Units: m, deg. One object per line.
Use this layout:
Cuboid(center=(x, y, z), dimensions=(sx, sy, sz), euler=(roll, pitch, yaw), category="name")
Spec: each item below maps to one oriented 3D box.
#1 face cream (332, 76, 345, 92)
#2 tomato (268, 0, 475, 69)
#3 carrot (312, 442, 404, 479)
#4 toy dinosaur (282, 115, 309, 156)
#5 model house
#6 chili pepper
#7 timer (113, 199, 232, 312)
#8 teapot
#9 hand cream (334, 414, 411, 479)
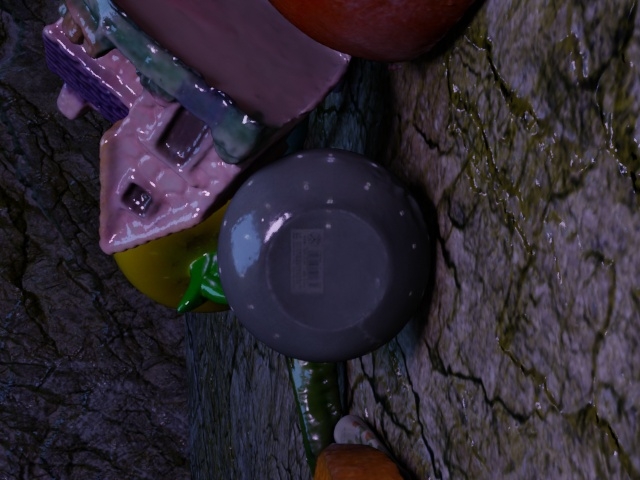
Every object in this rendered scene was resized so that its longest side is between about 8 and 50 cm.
Cuboid(center=(-0.009, -0.289, 1.109), dimensions=(0.096, 0.154, 0.274), euler=(-48, -13, -39), category="face cream")
Cuboid(center=(0.010, -0.301, 0.814), dimensions=(0.338, 0.143, 0.338), euler=(175, 90, -66), category="tomato")
Cuboid(center=(0.038, 0.332, 0.923), dimensions=(0.258, 0.100, 0.307), euler=(120, 150, -64), category="carrot")
Cuboid(center=(-0.110, -0.231, 1.161), dimensions=(0.383, 0.129, 0.331), euler=(46, 162, 0), category="toy dinosaur")
Cuboid(center=(-0.145, -0.126, 0.942), dimensions=(0.237, 0.237, 0.202), euler=(-49, 5, 38), category="model house")
Cuboid(center=(-0.004, 0.119, 1.173), dimensions=(0.085, 0.076, 0.359), euler=(1, 90, 52), category="chili pepper")
Cuboid(center=(-0.142, -0.007, 1.330), dimensions=(0.285, 0.285, 0.285), euler=(180, 90, -77), category="timer")
Cuboid(center=(0.000, 0.000, 0.956), dimensions=(0.251, 0.183, 0.184), euler=(-104, 17, -79), category="teapot")
Cuboid(center=(0.052, 0.214, 1.015), dimensions=(0.165, 0.037, 0.057), euler=(-138, 49, -65), category="hand cream")
